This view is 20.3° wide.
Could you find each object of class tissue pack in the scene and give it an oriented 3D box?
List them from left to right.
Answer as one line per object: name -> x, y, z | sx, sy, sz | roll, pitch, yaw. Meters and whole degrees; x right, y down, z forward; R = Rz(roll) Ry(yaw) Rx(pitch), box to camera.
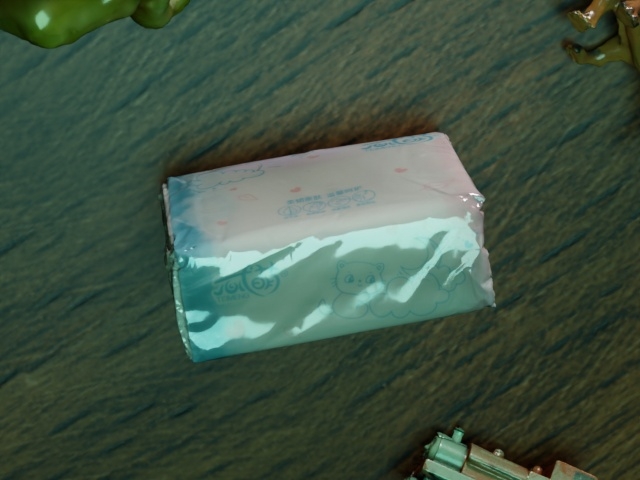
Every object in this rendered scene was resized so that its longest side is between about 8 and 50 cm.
tissue pack -> 0.000, 0.001, 1.553 | 0.271, 0.201, 0.124 | -10, 116, -4

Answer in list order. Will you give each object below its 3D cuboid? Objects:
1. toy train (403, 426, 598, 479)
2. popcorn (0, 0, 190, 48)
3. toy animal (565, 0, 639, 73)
toy train -> 0.167, 0.247, 1.712 | 0.176, 0.074, 0.118 | 25, 66, 0
popcorn -> -0.182, -0.279, 1.416 | 0.290, 0.325, 0.321 | -43, 64, 11
toy animal -> 0.303, -0.160, 1.604 | 0.116, 0.114, 0.255 | -30, 128, -17
